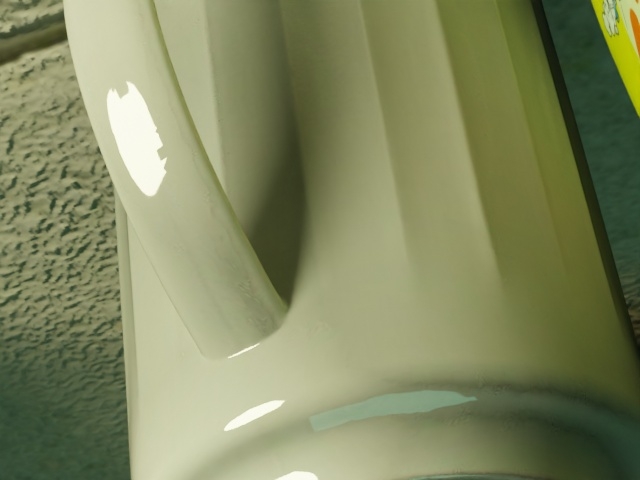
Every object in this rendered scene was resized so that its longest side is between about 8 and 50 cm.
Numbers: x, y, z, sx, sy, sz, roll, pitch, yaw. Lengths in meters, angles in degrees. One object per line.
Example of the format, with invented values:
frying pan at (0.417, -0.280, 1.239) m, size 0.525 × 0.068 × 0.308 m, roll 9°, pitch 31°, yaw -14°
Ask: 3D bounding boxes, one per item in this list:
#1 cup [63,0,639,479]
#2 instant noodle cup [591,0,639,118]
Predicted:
cup at (0.000, 0.000, 0.881) m, size 0.237 × 0.326 × 0.323 m, roll -25°, pitch 140°, yaw 23°
instant noodle cup at (0.229, -0.168, 0.739) m, size 0.222 × 0.311 × 0.311 m, roll -18°, pitch 145°, yaw -2°
